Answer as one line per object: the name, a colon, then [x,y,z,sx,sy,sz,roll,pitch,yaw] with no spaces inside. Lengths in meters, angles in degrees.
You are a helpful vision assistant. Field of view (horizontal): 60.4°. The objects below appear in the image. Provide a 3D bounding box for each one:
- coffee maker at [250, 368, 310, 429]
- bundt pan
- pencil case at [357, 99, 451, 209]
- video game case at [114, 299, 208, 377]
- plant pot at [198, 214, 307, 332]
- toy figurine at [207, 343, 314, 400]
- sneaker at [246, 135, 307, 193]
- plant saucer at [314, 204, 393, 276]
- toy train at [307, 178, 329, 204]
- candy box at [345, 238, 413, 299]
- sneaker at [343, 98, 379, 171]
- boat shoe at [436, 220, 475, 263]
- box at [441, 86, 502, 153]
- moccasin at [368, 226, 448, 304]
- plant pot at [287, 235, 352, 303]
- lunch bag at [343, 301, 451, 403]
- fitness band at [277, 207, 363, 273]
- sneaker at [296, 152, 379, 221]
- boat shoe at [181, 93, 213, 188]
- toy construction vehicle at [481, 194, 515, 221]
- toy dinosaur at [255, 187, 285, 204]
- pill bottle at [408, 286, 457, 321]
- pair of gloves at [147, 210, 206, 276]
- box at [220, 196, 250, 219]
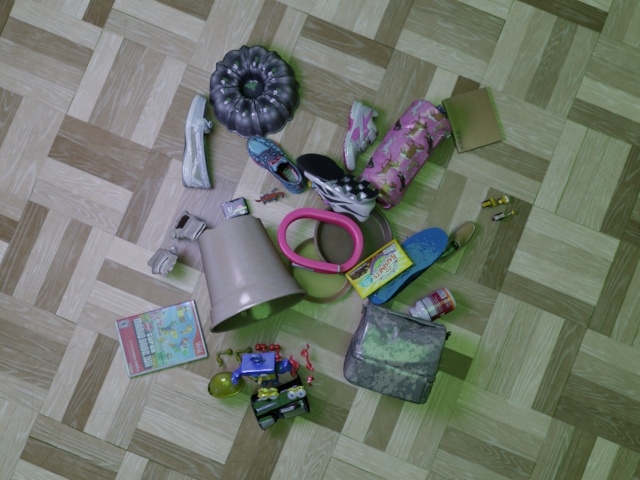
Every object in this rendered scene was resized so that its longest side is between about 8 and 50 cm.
coffee maker: [-0.143,0.534,1.871,0.178,0.120,0.171,-19,59,-2]
bundt pan: [-0.236,-0.528,1.904,0.330,0.124,0.331,0,87,0]
pencil case: [0.285,-0.292,1.880,0.160,0.167,0.386,38,88,-34]
video game case: [-0.553,0.341,1.911,0.284,0.025,0.204,-15,87,-1]
plant pot: [-0.249,0.098,1.801,0.333,0.334,0.306,-22,76,-1]
toy figurine: [-0.212,0.391,1.770,0.362,0.217,0.191,-3,58,7]
sneaker: [-0.147,-0.274,1.890,0.261,0.125,0.104,40,87,1]
plant saucer: [0.113,-0.007,1.898,0.277,0.041,0.278,2,78,-8]
toy train: [0.030,-0.193,1.930,0.166,0.046,0.125,42,78,4]
candy box: [0.194,0.095,1.823,0.205,0.027,0.105,-36,81,2]
sneaker: [0.143,-0.360,1.907,0.111,0.103,0.253,12,88,2]
boat shoe: [0.474,0.008,1.905,0.068,0.072,0.190,41,88,2]
box: [0.539,-0.427,1.951,0.164,0.021,0.201,-17,87,-1]
moccasin: [0.288,0.081,1.885,0.342,0.117,0.138,-39,76,3]
plant pot: [0.002,0.103,1.920,0.236,0.032,0.237,0,87,-1]
lunch bag: [0.250,0.360,1.807,0.304,0.212,0.256,18,99,2]
fitness band: [0.000,0.000,1.825,0.290,0.054,0.209,12,72,-6]
sneaker: [0.040,-0.171,1.846,0.330,0.146,0.122,37,52,26]
boat shoe: [-0.415,-0.340,1.902,0.102,0.118,0.321,6,91,-6]
toy construction vehicle: [0.624,-0.112,1.934,0.098,0.035,0.086,-22,77,-4]
toy dinosaur: [-0.168,-0.149,1.916,0.082,0.090,0.047,-16,105,30]
pill bottle: [0.384,0.230,1.888,0.151,0.086,0.086,-28,88,0]
pair of gloves: [-0.494,0.010,1.847,0.042,0.204,0.240,41,83,-31]
box: [-0.296,-0.110,1.919,0.083,0.052,0.062,-19,88,0]
